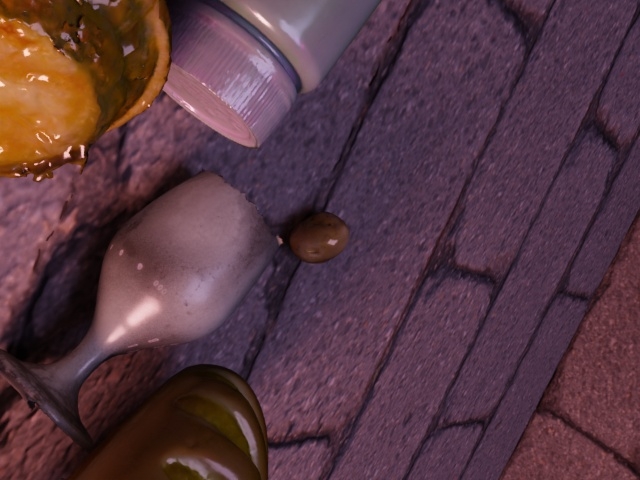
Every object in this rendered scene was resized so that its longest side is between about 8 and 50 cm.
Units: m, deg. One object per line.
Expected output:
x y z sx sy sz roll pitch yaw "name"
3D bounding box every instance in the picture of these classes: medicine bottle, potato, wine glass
-0.031 -0.198 0.605 0.225 0.139 0.139 -55 147 -9 "medicine bottle"
0.000 0.000 0.875 0.083 0.068 0.062 78 10 -64 "potato"
-0.151 0.053 0.655 0.241 0.126 0.126 -44 144 -18 "wine glass"

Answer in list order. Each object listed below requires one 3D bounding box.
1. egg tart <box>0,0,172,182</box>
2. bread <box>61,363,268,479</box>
-0.187 -0.106 0.434 0.212 0.090 0.213 -7 143 -5 "egg tart"
-0.152 0.250 0.647 0.333 0.160 0.333 -47 -176 4 "bread"
